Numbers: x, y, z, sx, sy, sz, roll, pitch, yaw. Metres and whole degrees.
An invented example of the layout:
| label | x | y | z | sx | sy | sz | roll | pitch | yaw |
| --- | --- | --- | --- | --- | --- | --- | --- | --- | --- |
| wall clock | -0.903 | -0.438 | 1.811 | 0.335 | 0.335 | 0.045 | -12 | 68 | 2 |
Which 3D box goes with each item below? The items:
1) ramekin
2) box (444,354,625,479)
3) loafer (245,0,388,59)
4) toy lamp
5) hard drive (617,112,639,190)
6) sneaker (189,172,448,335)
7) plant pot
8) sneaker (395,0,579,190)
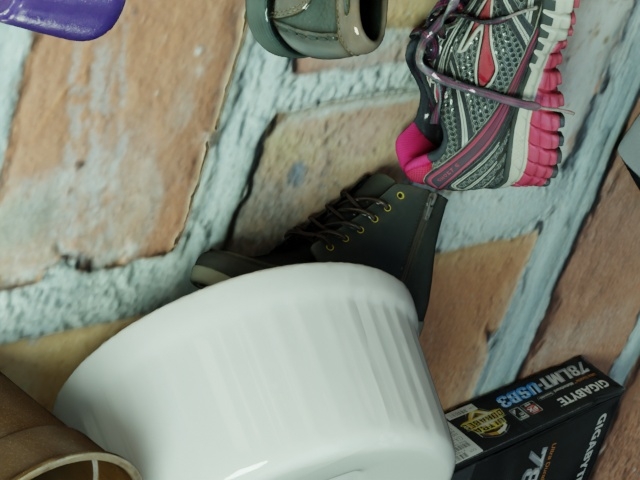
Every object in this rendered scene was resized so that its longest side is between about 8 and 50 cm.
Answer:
| label | x | y | z | sx | sy | sz | roll | pitch | yaw |
| --- | --- | --- | --- | --- | --- | --- | --- | --- | --- |
| ramekin | -0.039 | 0.146 | 1.327 | 0.277 | 0.135 | 0.277 | -17 | 152 | -10 |
| box | 0.140 | 0.277 | 1.823 | 0.293 | 0.073 | 0.296 | -15 | 134 | -41 |
| loafer | 0.035 | -0.232 | 1.107 | 0.096 | 0.084 | 0.268 | 16 | 89 | -49 |
| toy lamp | -0.085 | -0.160 | 1.116 | 0.274 | 0.080 | 0.080 | -9 | 129 | -47 |
| hard drive | 0.376 | -0.132 | 1.713 | 0.255 | 0.054 | 0.172 | -49 | 147 | -2 |
| sneaker | 0.000 | 0.000 | 1.392 | 0.222 | 0.083 | 0.118 | 11 | 94 | -46 |
| plant pot | -0.223 | 0.152 | 1.173 | 0.167 | 0.165 | 0.167 | -32 | 143 | -27 |
| sneaker | 0.116 | -0.156 | 1.332 | 0.112 | 0.121 | 0.299 | -6 | 125 | -8 |
